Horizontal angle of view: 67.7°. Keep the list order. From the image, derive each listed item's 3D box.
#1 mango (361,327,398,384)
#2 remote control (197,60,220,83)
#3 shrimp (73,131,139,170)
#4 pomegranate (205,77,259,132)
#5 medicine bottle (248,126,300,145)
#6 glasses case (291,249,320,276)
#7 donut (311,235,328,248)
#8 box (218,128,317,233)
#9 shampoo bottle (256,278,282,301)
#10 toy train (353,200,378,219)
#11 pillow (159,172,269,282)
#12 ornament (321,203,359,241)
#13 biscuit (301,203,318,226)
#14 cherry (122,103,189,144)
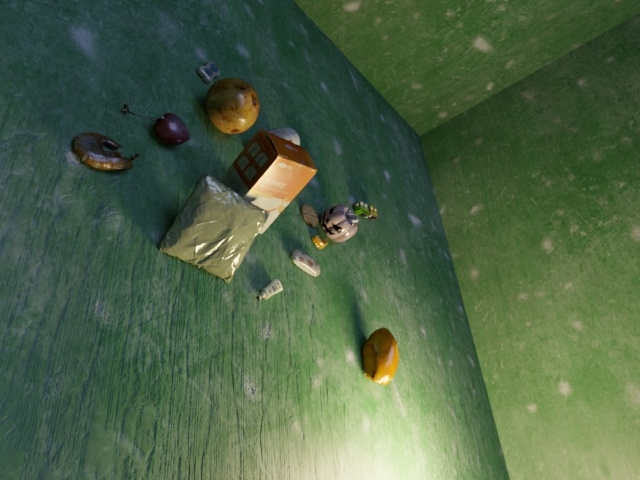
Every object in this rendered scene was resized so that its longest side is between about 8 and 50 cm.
[{"bbox_3d":[0.261,0.499,2.067,0.126,0.154,0.252,42,49,-44],"label":"mango"},{"bbox_3d":[-0.461,-0.700,1.980,0.074,0.032,0.122,51,33,-22],"label":"remote control"},{"bbox_3d":[-0.615,-0.260,1.379,0.188,0.052,0.132,12,58,-50],"label":"shrimp"},{"bbox_3d":[-0.349,-0.524,1.864,0.215,0.215,0.215,37,39,-38],"label":"pomegranate"},{"bbox_3d":[-0.196,-0.412,2.062,0.144,0.145,0.252,58,29,-9],"label":"medicine bottle"},{"bbox_3d":[-0.059,0.094,1.978,0.164,0.041,0.063,37,39,-37],"label":"glasses case"},{"bbox_3d":[0.000,0.000,2.148,0.083,0.038,0.067,53,35,-21],"label":"donut"},{"bbox_3d":[-0.205,-0.197,1.660,0.225,0.341,0.143,11,38,-54],"label":"box"},{"bbox_3d":[-0.187,0.181,1.720,0.141,0.034,0.048,-29,100,-60],"label":"shampoo bottle"},{"bbox_3d":[0.253,-0.161,2.648,0.202,0.060,0.081,19,59,-51],"label":"toy train"},{"bbox_3d":[-0.321,-0.031,1.504,0.281,0.076,0.274,34,84,-41],"label":"pillow"},{"bbox_3d":[0.095,-0.084,2.237,0.177,0.178,0.177,37,39,-38],"label":"ornament"},{"bbox_3d":[-0.049,-0.114,2.183,0.120,0.015,0.120,37,39,-37],"label":"biscuit"},{"bbox_3d":[-0.536,-0.396,1.583,0.226,0.090,0.107,34,52,-27],"label":"cherry"}]
